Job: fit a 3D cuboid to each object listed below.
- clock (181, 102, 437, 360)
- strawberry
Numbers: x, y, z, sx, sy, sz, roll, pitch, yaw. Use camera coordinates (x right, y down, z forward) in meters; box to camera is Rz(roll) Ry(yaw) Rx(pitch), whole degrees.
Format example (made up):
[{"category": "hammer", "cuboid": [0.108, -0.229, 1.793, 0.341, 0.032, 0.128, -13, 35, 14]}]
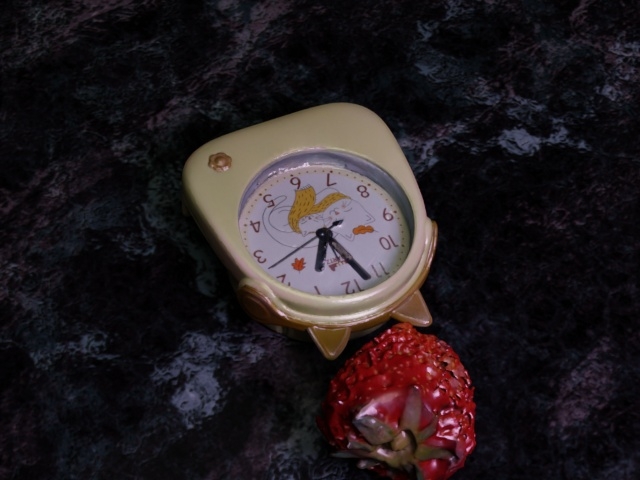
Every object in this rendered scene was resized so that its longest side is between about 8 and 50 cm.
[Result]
[{"category": "clock", "cuboid": [0.000, 0.000, 2.190, 0.286, 0.117, 0.348, -18, 61, -17]}, {"category": "strawberry", "cuboid": [0.097, 0.191, 2.039, 0.186, 0.184, 0.201, 3, 48, 12]}]
